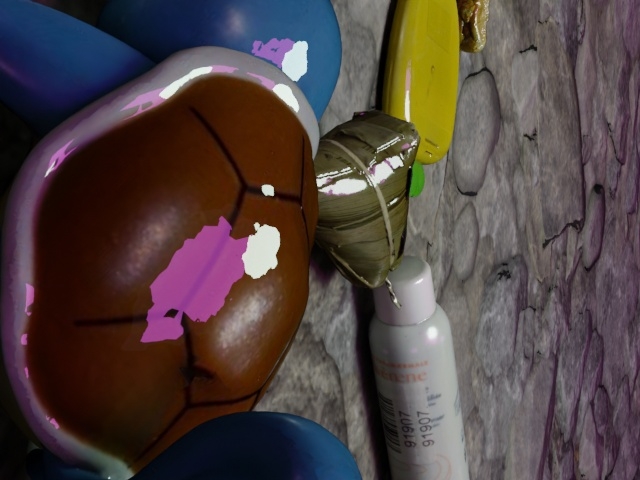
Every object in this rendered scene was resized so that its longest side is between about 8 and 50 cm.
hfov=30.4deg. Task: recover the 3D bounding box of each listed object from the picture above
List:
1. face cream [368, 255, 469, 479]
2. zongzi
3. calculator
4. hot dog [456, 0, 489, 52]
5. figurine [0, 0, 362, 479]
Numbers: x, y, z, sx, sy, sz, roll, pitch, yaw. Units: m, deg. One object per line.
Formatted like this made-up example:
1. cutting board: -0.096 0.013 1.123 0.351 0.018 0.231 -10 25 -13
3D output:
1. face cream: 0.093 0.140 1.142 0.082 0.082 0.269 -49 135 -50
2. zongzi: 0.000 0.000 0.972 0.178 0.081 0.189 -29 137 -35
3. calculator: 0.101 -0.156 1.162 0.146 0.032 0.234 15 79 -63
4. hot dog: 0.163 -0.249 1.274 0.034 0.030 0.090 7 88 -55
5. figurine: -0.103 0.011 0.622 0.298 0.243 0.416 46 32 -45
